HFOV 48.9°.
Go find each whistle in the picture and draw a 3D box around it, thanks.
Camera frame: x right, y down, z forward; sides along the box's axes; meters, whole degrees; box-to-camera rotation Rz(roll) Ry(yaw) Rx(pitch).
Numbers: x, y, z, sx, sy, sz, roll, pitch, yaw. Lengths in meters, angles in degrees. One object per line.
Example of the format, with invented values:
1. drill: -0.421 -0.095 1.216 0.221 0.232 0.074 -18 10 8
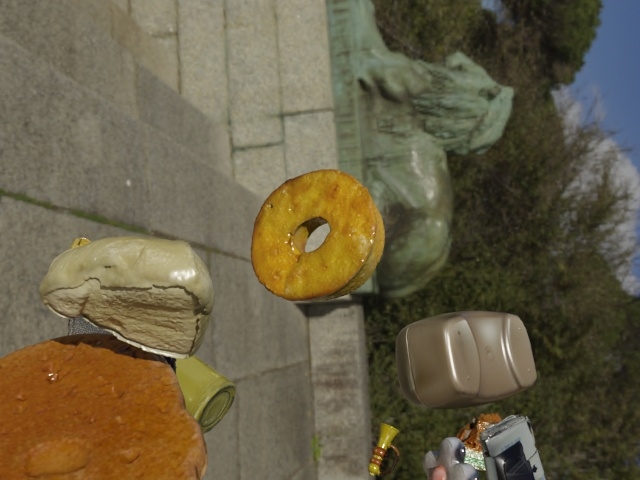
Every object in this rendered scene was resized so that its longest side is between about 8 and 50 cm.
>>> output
1. whistle: 0.137 0.447 1.484 0.046 0.057 0.109 86 21 -62

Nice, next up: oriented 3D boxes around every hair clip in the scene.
1. hair clip: 0.207 0.471 1.215 0.075 0.146 0.257 28 79 -29

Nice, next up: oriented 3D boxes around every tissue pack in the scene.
1. tissue pack: 0.399 0.341 2.011 0.387 0.276 0.268 1 75 -38

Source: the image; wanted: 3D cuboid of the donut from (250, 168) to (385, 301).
1. donut: 0.000 0.000 1.482 0.110 0.302 0.303 31 53 -53

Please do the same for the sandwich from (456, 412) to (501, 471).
1. sandwich: 0.449 0.567 1.976 0.109 0.184 0.160 99 -10 -74

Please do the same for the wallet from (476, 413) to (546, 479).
1. wallet: 0.434 0.514 1.551 0.170 0.069 0.231 -11 89 -34

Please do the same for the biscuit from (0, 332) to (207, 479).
1. biscuit: -0.320 0.275 0.882 0.455 0.349 0.078 -112 -167 -57

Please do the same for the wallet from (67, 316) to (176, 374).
1. wallet: -0.397 0.187 1.406 0.071 0.220 0.262 15 73 -73

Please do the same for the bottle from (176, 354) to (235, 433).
1. bottle: -0.415 0.372 1.937 0.171 0.351 0.172 -44 151 -32

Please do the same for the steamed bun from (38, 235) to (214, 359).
1. steamed bun: -0.237 0.050 0.890 0.231 0.212 0.111 117 -14 -54

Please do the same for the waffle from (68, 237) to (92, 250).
1. waffle: -0.530 0.100 1.615 0.055 0.160 0.211 -50 -162 35
